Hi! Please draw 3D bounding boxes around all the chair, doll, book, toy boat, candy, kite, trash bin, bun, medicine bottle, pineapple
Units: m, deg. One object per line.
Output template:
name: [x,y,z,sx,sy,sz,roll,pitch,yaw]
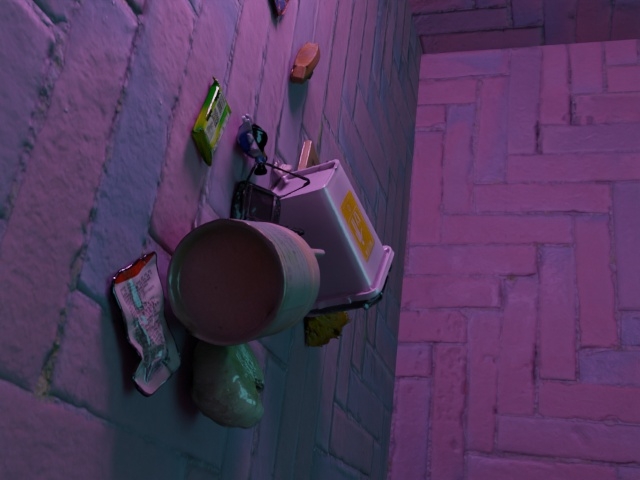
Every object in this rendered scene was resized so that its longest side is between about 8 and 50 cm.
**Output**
chair: [-0.141,-0.068,1.741,0.145,0.221,0.140,18,68,-27]
doll: [-0.154,-0.227,1.744,0.195,0.070,0.096,74,7,-60]
book: [-0.038,-0.157,2.198,0.161,0.026,0.231,69,27,-51]
toy boat: [-0.039,-0.497,2.134,0.206,0.064,0.072,-67,166,-52]
candy: [-0.225,-0.249,1.570,0.102,0.032,0.178,76,20,-48]
kite: [-0.110,-0.664,1.977,0.241,0.014,0.183,-16,103,-73]
trash bin: [0.000,0.000,2.001,0.368,0.296,0.256,66,27,-24]
bun: [-0.193,0.288,1.519,0.204,0.126,0.212,66,8,10]
medicine bottle: [-0.126,0.079,1.544,0.406,0.235,0.236,4,86,-77]
pineapple: [0.035,0.195,2.264,0.164,0.139,0.250,28,60,-73]

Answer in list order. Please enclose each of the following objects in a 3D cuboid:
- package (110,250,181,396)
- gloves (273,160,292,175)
package: [-0.303,0.148,1.316,0.166,0.040,0.232,-53,132,-68]
gloves: [-0.096,-0.187,1.974,0.081,0.044,0.037,9,95,-52]
